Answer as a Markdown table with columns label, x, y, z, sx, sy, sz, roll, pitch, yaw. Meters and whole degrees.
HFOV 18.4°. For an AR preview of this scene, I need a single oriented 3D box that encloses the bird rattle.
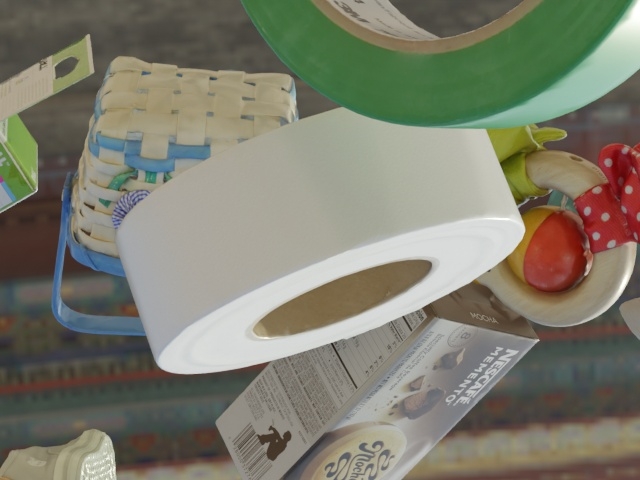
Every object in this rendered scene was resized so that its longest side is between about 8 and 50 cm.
| label | x | y | z | sx | sy | sz | roll | pitch | yaw |
| --- | --- | --- | --- | --- | --- | --- | --- | --- | --- |
| bird rattle | 0.230 | -0.020 | 1.825 | 0.253 | 0.207 | 0.143 | 22 | -154 | 22 |

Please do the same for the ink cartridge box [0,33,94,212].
| label | x | y | z | sx | sy | sz | roll | pitch | yaw |
| --- | --- | --- | --- | --- | --- | --- | --- | --- | --- |
| ink cartridge box | -0.357 | -0.122 | 2.325 | 0.255 | 0.097 | 0.189 | -29 | -160 | 3 |

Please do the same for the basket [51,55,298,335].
| label | x | y | z | sx | sy | sz | roll | pitch | yaw |
| --- | --- | --- | --- | --- | --- | --- | --- | --- | --- |
| basket | -0.131 | -0.019 | 1.877 | 0.254 | 0.289 | 0.201 | 3 | -138 | -1 |

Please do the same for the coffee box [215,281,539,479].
| label | x | y | z | sx | sy | sz | roll | pitch | yaw |
| --- | --- | --- | --- | --- | --- | --- | --- | --- | --- |
| coffee box | 0.056 | 0.144 | 2.030 | 0.168 | 0.297 | 0.119 | 16 | -145 | -45 |

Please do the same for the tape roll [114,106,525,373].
| label | x | y | z | sx | sy | sz | roll | pitch | yaw |
| --- | --- | --- | --- | --- | --- | --- | --- | --- | --- |
| tape roll | 0.000 | 0.000 | 1.427 | 0.286 | 0.100 | 0.286 | -20 | 166 | -5 |

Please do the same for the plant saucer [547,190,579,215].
| label | x | y | z | sx | sy | sz | roll | pitch | yaw |
| --- | --- | --- | --- | --- | --- | --- | --- | --- | --- |
| plant saucer | 0.274 | -0.023 | 2.140 | 0.021 | 0.119 | 0.119 | 7 | -167 | -25 |

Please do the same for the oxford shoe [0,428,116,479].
| label | x | y | z | sx | sy | sz | roll | pitch | yaw |
| --- | --- | --- | --- | --- | --- | --- | --- | --- | --- |
| oxford shoe | -0.321 | 0.320 | 2.427 | 0.130 | 0.169 | 0.449 | -7 | 174 | 1 |

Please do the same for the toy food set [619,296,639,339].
| label | x | y | z | sx | sy | sz | roll | pitch | yaw |
| --- | --- | --- | --- | --- | --- | --- | --- | --- | --- |
| toy food set | 0.482 | 0.023 | 2.044 | 0.306 | 0.092 | 0.219 | -16 | 178 | -41 |

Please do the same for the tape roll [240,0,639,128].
| label | x | y | z | sx | sy | sz | roll | pitch | yaw |
| --- | --- | --- | --- | --- | --- | --- | --- | --- | --- |
| tape roll | 0.082 | -0.225 | 1.139 | 0.321 | 0.321 | 0.077 | 11 | -173 | 36 |
